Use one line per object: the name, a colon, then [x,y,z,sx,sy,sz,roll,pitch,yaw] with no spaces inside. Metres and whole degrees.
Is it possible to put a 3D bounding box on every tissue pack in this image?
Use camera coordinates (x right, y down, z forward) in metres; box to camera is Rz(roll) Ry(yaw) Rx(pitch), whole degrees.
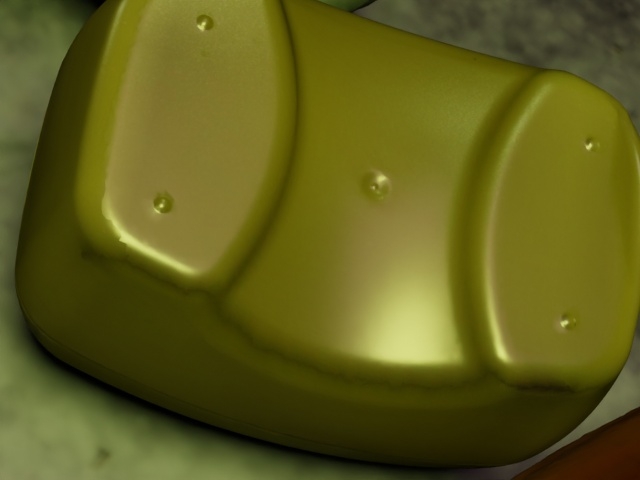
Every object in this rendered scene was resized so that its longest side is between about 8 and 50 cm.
tissue pack: [0.000,0.000,0.544,0.178,0.127,0.123,16,66,-12]

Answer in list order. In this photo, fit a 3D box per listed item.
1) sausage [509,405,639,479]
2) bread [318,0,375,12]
sausage: [0.104,0.106,0.540,0.274,0.105,0.105,-25,75,-28]
bread: [-0.072,-0.148,0.604,0.232,0.064,0.172,14,43,2]
